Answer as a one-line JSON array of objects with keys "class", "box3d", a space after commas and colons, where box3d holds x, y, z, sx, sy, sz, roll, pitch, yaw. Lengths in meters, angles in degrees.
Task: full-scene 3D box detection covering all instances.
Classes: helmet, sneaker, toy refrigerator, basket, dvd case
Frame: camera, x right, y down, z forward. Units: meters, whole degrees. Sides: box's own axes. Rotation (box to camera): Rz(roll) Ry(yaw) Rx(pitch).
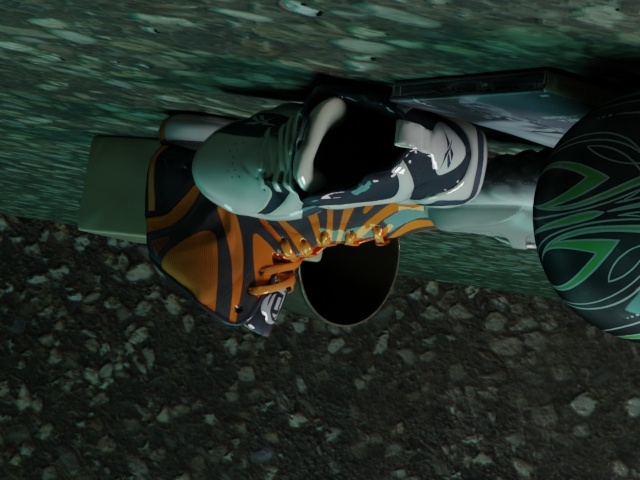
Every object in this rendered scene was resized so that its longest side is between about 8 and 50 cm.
[{"class": "helmet", "box3d": [0.208, -0.015, 0.981, 0.169, 0.169, 0.161, 9, 176, 9]}, {"class": "sneaker", "box3d": [0.211, 0.001, 1.279, 0.281, 0.115, 0.105, 8, -159, 22]}, {"class": "toy refrigerator", "box3d": [-0.116, -0.043, 1.698, 0.269, 0.102, 0.094, 5, 174, 41]}, {"class": "sneaker", "box3d": [0.000, 0.000, 1.474, 0.321, 0.180, 0.124, 8, 176, 14]}, {"class": "sneaker", "box3d": [-0.012, -0.066, 1.213, 0.235, 0.094, 0.153, 7, 174, 26]}, {"class": "basket", "box3d": [-0.059, -0.001, 1.871, 0.227, 0.154, 0.204, 11, 176, 32]}, {"class": "dvd case", "box3d": [0.181, -0.078, 1.135, 0.221, 0.018, 0.164, 11, 175, -33]}]
